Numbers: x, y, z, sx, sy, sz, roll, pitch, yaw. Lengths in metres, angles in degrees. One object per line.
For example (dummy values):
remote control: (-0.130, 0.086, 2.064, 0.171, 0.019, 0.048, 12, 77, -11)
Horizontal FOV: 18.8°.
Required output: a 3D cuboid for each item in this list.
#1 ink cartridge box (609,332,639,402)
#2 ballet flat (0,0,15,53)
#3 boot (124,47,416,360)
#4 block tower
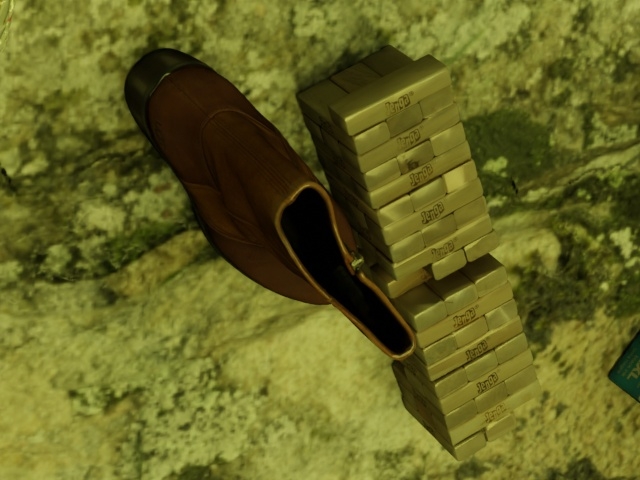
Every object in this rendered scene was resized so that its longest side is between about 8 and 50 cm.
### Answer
ink cartridge box: (0.369, 0.159, 1.661, 0.148, 0.203, 0.086, 36, 93, -36)
ballet flat: (-0.225, -0.188, 1.234, 0.091, 0.077, 0.241, -1, 114, -30)
boot: (0.000, 0.000, 1.325, 0.096, 0.280, 0.264, -37, 126, -9)
block tower: (0.080, 0.007, 1.494, 0.091, 0.097, 0.335, -29, 126, -15)
